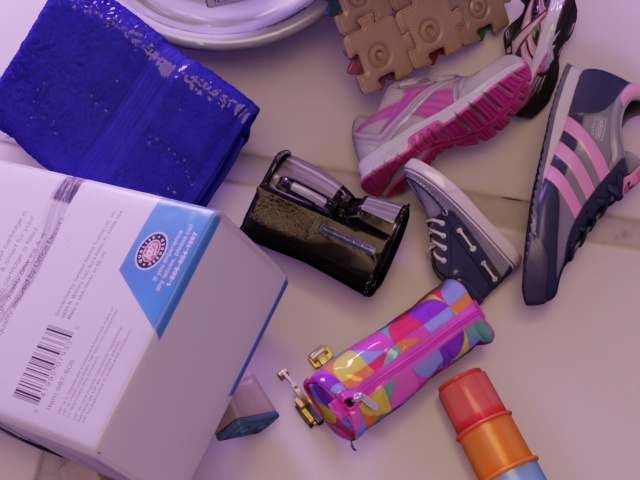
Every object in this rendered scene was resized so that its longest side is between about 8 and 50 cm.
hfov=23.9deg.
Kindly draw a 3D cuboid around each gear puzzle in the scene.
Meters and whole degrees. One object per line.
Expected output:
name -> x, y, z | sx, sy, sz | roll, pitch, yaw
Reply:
gear puzzle -> 0.151, -0.325, 1.924 | 0.339, 0.044, 0.175 | -28, 106, -23

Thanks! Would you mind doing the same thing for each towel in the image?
towel -> -0.246, -0.156, 1.877 | 0.308, 0.076, 0.227 | 37, 101, 9

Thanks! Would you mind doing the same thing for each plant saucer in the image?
plant saucer -> -0.124, -0.414, 1.970 | 0.400, 0.100, 0.400 | 0, 72, 1

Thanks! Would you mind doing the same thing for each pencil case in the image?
pencil case -> 0.093, 0.141, 1.772 | 0.236, 0.104, 0.104 | -36, 75, -21

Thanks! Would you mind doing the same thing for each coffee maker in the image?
coffee maker -> 0.000, 0.000, 1.841 | 0.178, 0.120, 0.171 | 27, 110, 10

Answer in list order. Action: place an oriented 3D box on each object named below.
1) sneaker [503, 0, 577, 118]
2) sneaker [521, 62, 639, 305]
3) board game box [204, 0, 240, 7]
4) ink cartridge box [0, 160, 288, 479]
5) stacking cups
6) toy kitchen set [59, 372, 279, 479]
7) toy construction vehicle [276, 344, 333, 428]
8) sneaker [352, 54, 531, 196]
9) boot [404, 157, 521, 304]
sneaker -> 0.266, -0.239, 1.933 | 0.077, 0.072, 0.178 | 15, 74, 30
sneaker -> 0.326, -0.064, 1.843 | 0.131, 0.112, 0.319 | 13, 74, 8
board game box -> -0.009, -0.390, 1.842 | 0.305, 0.053, 0.193 | -14, 46, -3
ink cartridge box -> -0.277, 0.089, 1.695 | 0.395, 0.166, 0.285 | 14, 70, 38
stacking cups -> 0.239, 0.295, 1.748 | 0.096, 0.096, 0.316 | -22, 71, -5
toy kitchen set -> -0.166, 0.263, 1.779 | 0.207, 0.166, 0.122 | -37, 71, 28
toy construction vehicle -> 0.006, 0.177, 1.814 | 0.086, 0.035, 0.098 | -33, 75, -9
sneaker -> 0.140, -0.165, 1.869 | 0.252, 0.103, 0.111 | -30, 61, 5
boot -> 0.154, -0.008, 1.829 | 0.190, 0.069, 0.086 | 44, 81, -9
